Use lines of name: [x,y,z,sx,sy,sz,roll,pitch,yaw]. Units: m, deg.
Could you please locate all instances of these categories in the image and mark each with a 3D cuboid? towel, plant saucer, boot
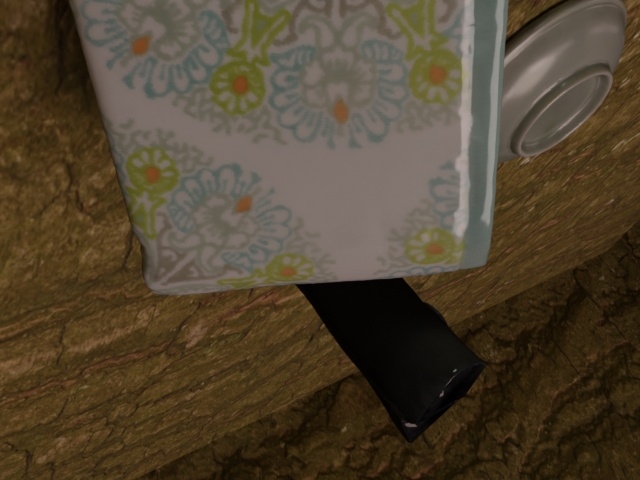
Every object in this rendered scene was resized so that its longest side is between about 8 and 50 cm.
towel: [-0.015,-0.122,0.559,0.321,0.090,0.374,-3,123,3]
plant saucer: [0.419,-0.260,1.267,0.401,0.100,0.400,-28,156,-13]
boot: [0.001,0.001,0.776,0.146,0.445,0.367,-34,157,-2]
